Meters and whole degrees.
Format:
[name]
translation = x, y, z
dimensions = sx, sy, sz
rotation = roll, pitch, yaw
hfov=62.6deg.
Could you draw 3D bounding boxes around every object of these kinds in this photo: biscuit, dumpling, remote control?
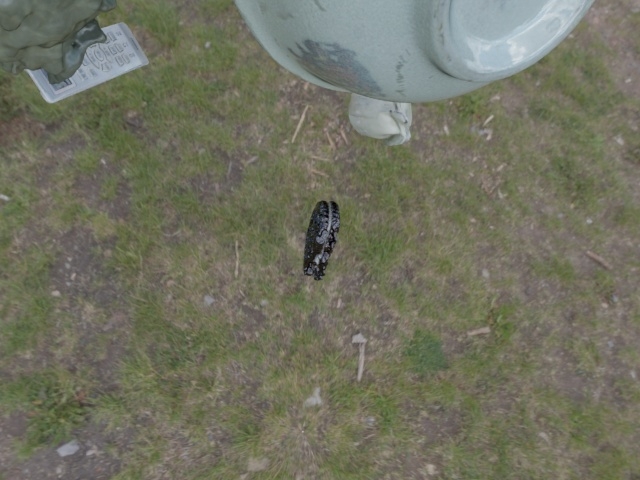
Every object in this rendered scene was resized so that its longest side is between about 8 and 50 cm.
[biscuit]
translation = 0.000, 0.000, 0.575
dimensions = 0.026, 0.087, 0.089
rotation = 10, 89, -9
[dumpling]
translation = 0.127, -0.264, 1.110
dimensions = 0.118, 0.136, 0.199
rotation = -26, 40, -13
[remote control]
translation = -0.533, -0.410, 1.208
dimensions = 0.313, 0.055, 0.110
rotation = -49, 117, -46

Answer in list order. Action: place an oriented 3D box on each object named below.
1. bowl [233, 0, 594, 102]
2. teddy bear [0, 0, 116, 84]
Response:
[bowl]
translation = 0.137, -0.278, 0.495
dimensions = 0.434, 0.435, 0.196
rotation = -22, 53, -9
[teddy bear]
translation = -0.269, -0.256, 0.323
dimensions = 0.224, 0.368, 0.357
rotation = 42, 78, 17
